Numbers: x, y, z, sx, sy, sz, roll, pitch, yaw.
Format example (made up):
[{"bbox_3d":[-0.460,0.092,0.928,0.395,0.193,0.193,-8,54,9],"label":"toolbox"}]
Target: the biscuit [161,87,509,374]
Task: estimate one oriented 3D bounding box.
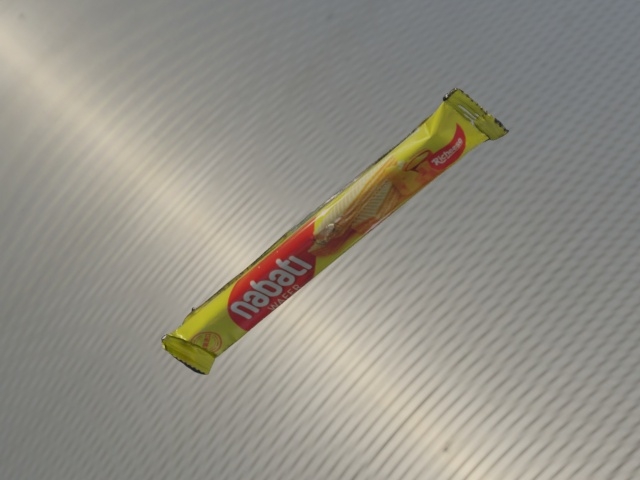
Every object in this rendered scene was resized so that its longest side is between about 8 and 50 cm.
[{"bbox_3d":[0.000,0.000,0.796,0.292,0.048,0.026,-40,37,26],"label":"biscuit"}]
